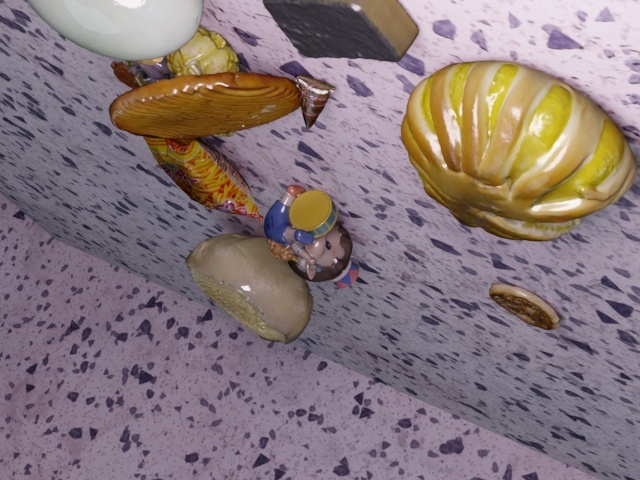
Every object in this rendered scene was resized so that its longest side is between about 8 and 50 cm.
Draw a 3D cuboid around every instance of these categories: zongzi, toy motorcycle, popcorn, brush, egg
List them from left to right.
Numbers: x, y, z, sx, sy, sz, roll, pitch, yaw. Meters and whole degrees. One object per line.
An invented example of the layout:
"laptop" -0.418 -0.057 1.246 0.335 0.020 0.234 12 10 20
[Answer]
"egg" -0.294 -0.363 1.444 0.283 0.203 0.203 27 165 -6
"toy motorcycle" -0.291 -0.329 1.782 0.152 0.073 0.225 33 158 13
"popcorn" -0.194 -0.286 1.692 0.116 0.106 0.121 -3 146 46
"zongzi" -0.011 -0.230 1.661 0.067 0.073 0.083 13 128 -1
"brush" 0.022 -0.292 1.370 0.197 0.059 0.123 13 156 45

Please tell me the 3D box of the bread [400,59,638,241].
"bread" 0.242 -0.106 1.384 0.333 0.160 0.333 28 163 9

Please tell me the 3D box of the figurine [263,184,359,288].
"figurine" -0.009 0.003 2.208 0.158 0.161 0.275 -16 150 15

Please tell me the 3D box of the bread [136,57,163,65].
"bread" -0.260 -0.334 1.626 0.149 0.122 0.073 13 161 48

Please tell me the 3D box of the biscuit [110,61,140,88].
"biscuit" -0.379 -0.327 2.058 0.078 0.015 0.091 36 163 -18

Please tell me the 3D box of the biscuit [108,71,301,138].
"biscuit" -0.183 -0.214 1.693 0.318 0.040 0.318 -8 174 -1

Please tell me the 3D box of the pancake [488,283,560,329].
"pancake" 0.408 0.134 2.093 0.158 0.028 0.158 30 165 9

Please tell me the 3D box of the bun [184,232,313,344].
"bun" -0.166 0.098 2.679 0.364 0.202 0.364 34 166 10

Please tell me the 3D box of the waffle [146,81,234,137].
"waffle" -0.255 -0.257 2.023 0.183 0.036 0.169 23 166 28

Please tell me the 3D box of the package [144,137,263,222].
"package" -0.259 -0.154 2.237 0.223 0.108 0.288 20 155 49
